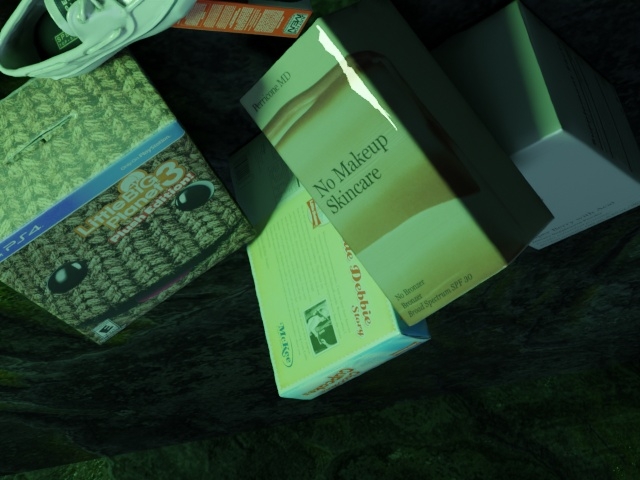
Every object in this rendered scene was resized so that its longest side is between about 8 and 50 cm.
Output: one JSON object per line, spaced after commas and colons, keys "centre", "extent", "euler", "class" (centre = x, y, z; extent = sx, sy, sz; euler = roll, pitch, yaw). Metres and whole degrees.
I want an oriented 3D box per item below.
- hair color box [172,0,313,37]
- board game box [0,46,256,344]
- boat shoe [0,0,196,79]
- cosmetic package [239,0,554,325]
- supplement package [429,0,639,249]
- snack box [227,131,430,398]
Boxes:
{"centre": [-0.084, -0.229, 0.882], "extent": [0.141, 0.072, 0.043], "euler": [-2, 153, -28], "class": "hair color box"}
{"centre": [-0.232, -0.044, 1.036], "extent": [0.232, 0.141, 0.291], "euler": [-35, 155, -2], "class": "board game box"}
{"centre": [-0.189, -0.199, 0.813], "extent": [0.258, 0.095, 0.084], "euler": [-30, 178, 43], "class": "boat shoe"}
{"centre": [0.077, -0.083, 0.989], "extent": [0.153, 0.296, 0.129], "euler": [-40, 177, 42], "class": "cosmetic package"}
{"centre": [0.250, -0.124, 1.168], "extent": [0.177, 0.175, 0.293], "euler": [-27, 153, 30], "class": "supplement package"}
{"centre": [0.000, 0.000, 1.120], "extent": [0.187, 0.322, 0.060], "euler": [-32, 150, 35], "class": "snack box"}
